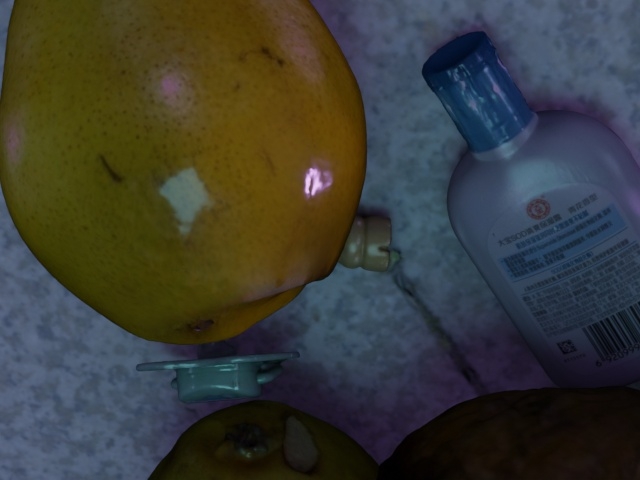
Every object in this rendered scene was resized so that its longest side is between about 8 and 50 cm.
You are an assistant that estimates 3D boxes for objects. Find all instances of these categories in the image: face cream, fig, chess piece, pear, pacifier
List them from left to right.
[{"bbox_3d":[-0.112,-0.090,1.056,0.285,0.285,0.336,-25,111,19],"label":"pear"},{"bbox_3d":[-0.092,0.088,1.266,0.150,0.127,0.117,-9,81,22],"label":"pacifier"},{"bbox_3d":[-0.046,0.298,1.276,0.269,0.269,0.321,-10,127,12],"label":"pear"},{"bbox_3d":[0.000,0.000,1.216,0.122,0.066,0.066,5,120,-3],"label":"chess piece"},{"bbox_3d":[0.194,-0.023,1.167,0.163,0.080,0.337,-28,113,19],"label":"face cream"},{"bbox_3d":[0.232,0.198,1.147,0.369,0.286,0.286,-47,108,-9],"label":"fig"}]
